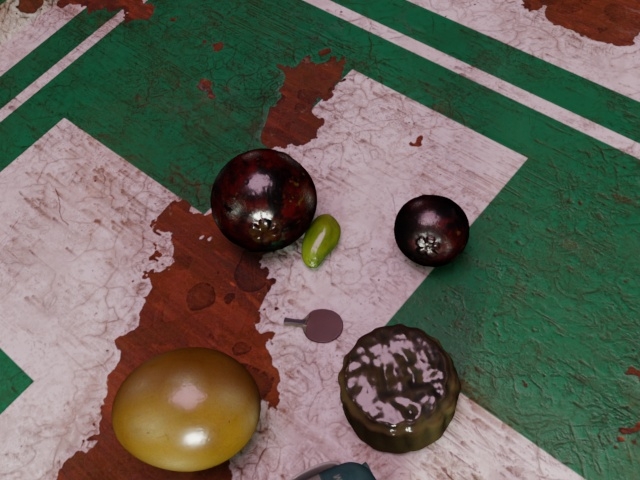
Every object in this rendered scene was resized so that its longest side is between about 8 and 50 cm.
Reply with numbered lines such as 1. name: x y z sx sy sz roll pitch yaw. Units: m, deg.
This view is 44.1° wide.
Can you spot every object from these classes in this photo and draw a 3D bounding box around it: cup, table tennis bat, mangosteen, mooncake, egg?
1. cup: 0.014 0.594 1.706 0.257 0.219 0.290 -25 25 -7
2. table tennis bat: -0.019 0.219 2.056 0.158 0.014 0.095 6 60 12
3. mangosteen: -0.152 -0.114 2.144 0.311 0.311 0.311 -5 57 8
4. mangosteen: 0.290 -0.030 2.056 0.210 0.210 0.210 -5 57 8
5. mooncake: 0.185 0.341 1.851 0.290 0.161 0.290 -4 59 7
6. egg: -0.311 0.393 1.839 0.351 0.282 0.283 -12 56 6

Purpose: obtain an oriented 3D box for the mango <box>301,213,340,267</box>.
1. mango: 0.000 0.000 2.157 0.091 0.074 0.165 13 61 16
